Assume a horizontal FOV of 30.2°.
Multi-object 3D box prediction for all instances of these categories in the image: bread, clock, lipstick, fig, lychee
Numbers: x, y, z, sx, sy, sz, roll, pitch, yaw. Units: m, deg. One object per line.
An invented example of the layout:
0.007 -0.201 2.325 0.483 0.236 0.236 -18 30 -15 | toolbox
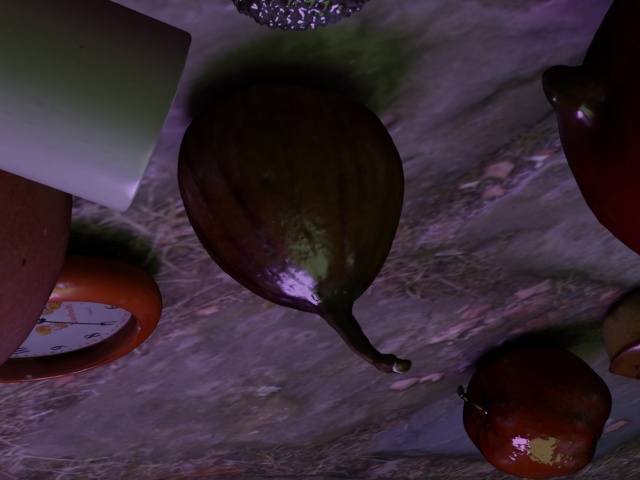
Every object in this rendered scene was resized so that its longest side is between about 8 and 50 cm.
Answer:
0.380 0.108 1.339 0.125 0.086 0.156 -9 152 -9 | bread
-0.233 0.064 0.984 0.205 0.051 0.205 -12 155 -6 | clock
-0.221 -0.107 0.490 0.326 0.087 0.087 20 143 -13 | lipstick
-0.011 -0.015 0.828 0.148 0.202 0.149 -13 -168 27 | fig
-0.007 -0.122 0.500 0.083 0.068 0.067 -25 115 31 | lychee

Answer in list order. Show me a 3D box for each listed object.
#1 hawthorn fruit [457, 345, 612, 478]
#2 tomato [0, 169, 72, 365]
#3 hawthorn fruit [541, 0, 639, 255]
0.233 0.194 1.368 0.194 0.157 0.157 14 143 -27 | hawthorn fruit
-0.261 -0.020 0.633 0.255 0.224 0.256 -12 145 -9 | tomato
0.313 -0.088 0.735 0.311 0.295 0.295 -24 152 20 | hawthorn fruit
